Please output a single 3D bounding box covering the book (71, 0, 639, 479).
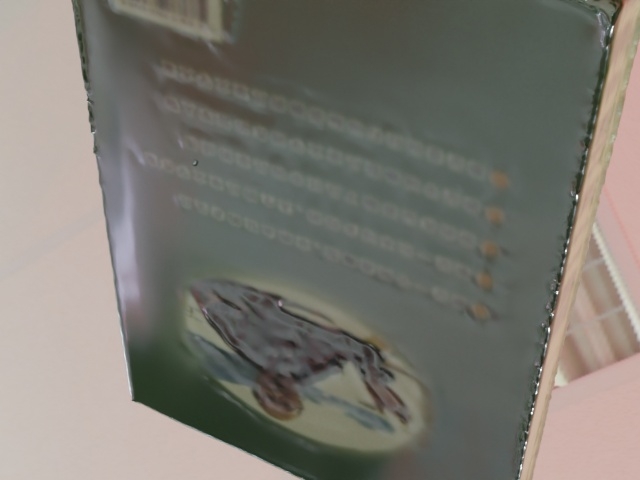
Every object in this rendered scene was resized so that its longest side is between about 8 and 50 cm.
[{"bbox_3d":[0.000,0.000,0.591,0.260,0.043,0.371,22,-43,20],"label":"book"}]
